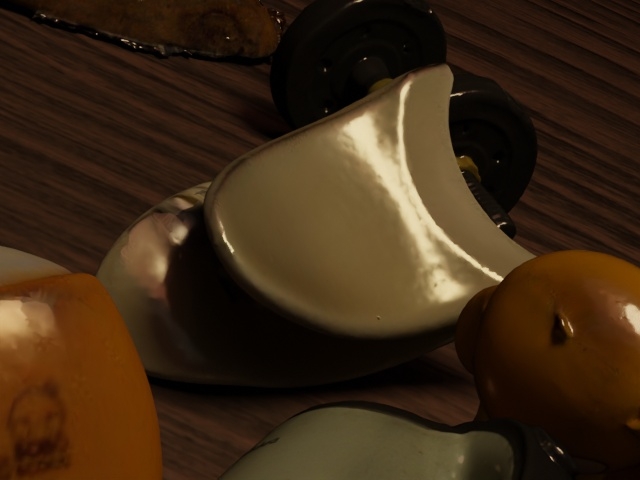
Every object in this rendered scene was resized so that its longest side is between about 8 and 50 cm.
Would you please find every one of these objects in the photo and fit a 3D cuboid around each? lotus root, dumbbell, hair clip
[{"bbox_3d":[-0.172,-0.228,1.558,0.329,0.078,0.167,13,30,-21],"label":"lotus root"},{"bbox_3d":[0.059,-0.094,1.422,0.143,0.143,0.325,6,32,-33],"label":"dumbbell"},{"bbox_3d":[-0.005,0.007,1.179,0.282,0.113,0.172,-17,74,-43],"label":"hair clip"}]

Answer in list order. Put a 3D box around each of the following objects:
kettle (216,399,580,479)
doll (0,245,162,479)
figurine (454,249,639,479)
[{"bbox_3d":[0.008,0.167,0.754,0.161,0.221,0.236,46,40,-6],"label":"kettle"},{"bbox_3d":[-0.187,0.103,0.832,0.213,0.213,0.236,5,-11,-34],"label":"doll"},{"bbox_3d":[0.166,0.095,1.096,0.215,0.215,0.228,41,29,30],"label":"figurine"}]
